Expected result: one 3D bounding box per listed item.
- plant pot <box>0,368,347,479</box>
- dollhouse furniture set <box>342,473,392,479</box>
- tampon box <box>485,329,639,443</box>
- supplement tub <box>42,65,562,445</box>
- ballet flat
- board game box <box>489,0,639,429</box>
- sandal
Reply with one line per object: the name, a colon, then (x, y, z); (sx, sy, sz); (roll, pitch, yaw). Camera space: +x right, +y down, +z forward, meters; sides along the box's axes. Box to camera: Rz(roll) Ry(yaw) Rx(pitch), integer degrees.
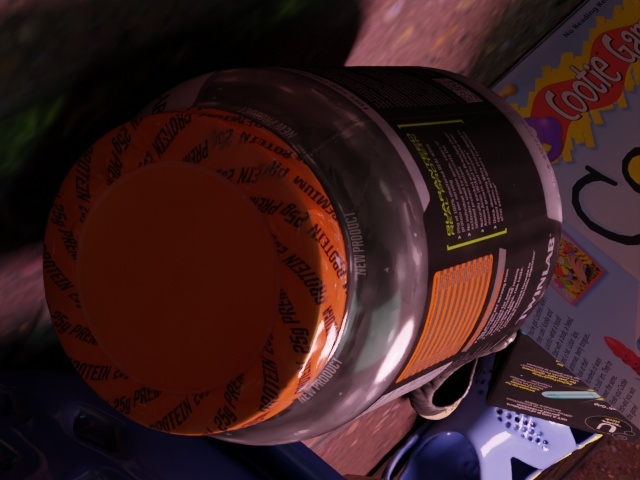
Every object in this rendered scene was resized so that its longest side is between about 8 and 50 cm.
plant pot: (-0.074, 0.178, 0.539); (0.236, 0.236, 0.212); (-58, 167, 28)
dollhouse furniture set: (0.013, 0.294, 0.781); (0.174, 0.356, 0.303); (-25, 113, -56)
tampon box: (0.199, 0.063, 1.125); (0.161, 0.120, 0.101); (99, 7, -64)
supplement tub: (0.000, 0.000, 0.512); (0.117, 0.117, 0.190); (-54, 163, 20)
ballet flat: (0.099, 0.094, 1.115); (0.057, 0.049, 0.173); (-40, 162, -23)
board game box: (0.207, 0.016, 0.802); (0.142, 0.275, 0.144); (-43, 163, -20)
sandal: (0.154, 0.153, 1.281); (0.317, 0.126, 0.138); (-57, 158, 22)
